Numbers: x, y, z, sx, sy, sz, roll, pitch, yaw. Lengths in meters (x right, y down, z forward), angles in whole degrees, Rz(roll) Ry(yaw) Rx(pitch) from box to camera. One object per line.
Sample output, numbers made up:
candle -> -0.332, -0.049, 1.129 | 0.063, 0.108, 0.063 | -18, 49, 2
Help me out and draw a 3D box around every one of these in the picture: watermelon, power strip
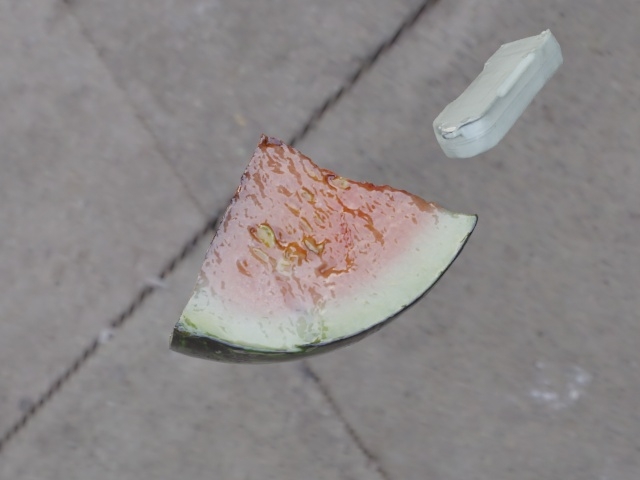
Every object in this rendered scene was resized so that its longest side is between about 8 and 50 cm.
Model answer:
watermelon -> 0.002, 0.020, 1.158 | 0.145, 0.193, 0.137 | 21, 110, -1
power strip -> 0.132, -0.110, 1.422 | 0.047, 0.191, 0.030 | -12, 112, 34
